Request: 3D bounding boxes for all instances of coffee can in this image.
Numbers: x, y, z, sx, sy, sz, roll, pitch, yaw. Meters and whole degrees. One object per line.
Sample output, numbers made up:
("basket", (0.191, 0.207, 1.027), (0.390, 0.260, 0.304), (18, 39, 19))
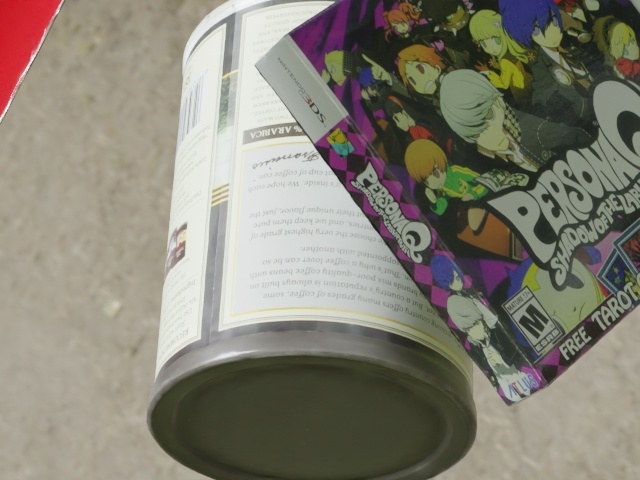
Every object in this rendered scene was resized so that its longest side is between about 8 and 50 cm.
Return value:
("coffee can", (0.000, 0.000, 1.194), (0.201, 0.201, 0.275), (-24, 49, 36))

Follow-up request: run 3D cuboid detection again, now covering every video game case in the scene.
("video game case", (0.112, -0.064, 0.941), (0.232, 0.210, 0.042), (-36, -1, -34))

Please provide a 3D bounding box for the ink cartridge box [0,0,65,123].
("ink cartridge box", (-0.177, -0.197, 0.664), (0.272, 0.130, 0.309), (21, 84, 44))
